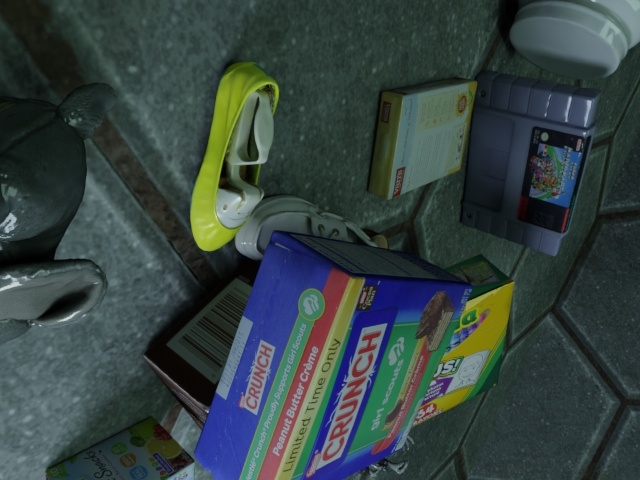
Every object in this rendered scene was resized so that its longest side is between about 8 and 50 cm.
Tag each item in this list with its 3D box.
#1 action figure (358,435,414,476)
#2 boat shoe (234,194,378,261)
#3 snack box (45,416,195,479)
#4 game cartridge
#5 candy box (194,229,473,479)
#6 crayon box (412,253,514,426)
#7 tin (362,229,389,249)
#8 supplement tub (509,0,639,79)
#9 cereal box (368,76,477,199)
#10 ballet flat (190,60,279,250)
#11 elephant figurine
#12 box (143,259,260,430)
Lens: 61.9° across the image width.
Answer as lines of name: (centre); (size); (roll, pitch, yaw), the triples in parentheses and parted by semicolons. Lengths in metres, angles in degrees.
action figure: (0.147, 0.451, 1.217); (0.275, 0.141, 0.164); (-42, 152, -29)
boat shoe: (0.000, 0.000, 0.767); (0.277, 0.096, 0.098); (4, 109, -53)
snack box: (-0.237, 0.283, 0.643); (0.141, 0.100, 0.037); (-18, 126, -45)
game cartridge: (0.410, -0.148, 1.082); (0.068, 0.230, 0.355); (-35, 136, -33)
candy box: (0.035, 0.145, 0.650); (0.317, 0.122, 0.268); (9, 105, -53)
crayon box: (0.179, 0.225, 1.025); (0.363, 0.106, 0.313); (-21, 132, -14)
tin: (0.083, 0.064, 0.969); (0.106, 0.040, 0.190); (-34, 136, -29)
supplement tub: (0.518, -0.496, 0.982); (0.241, 0.241, 0.331); (27, 90, -55)
cereal box: (0.181, -0.182, 0.923); (0.240, 0.047, 0.173); (-23, 129, -42)
ballet flat: (-0.094, -0.083, 0.608); (0.077, 0.077, 0.231); (-8, 119, -50)
elephant figurine: (-0.260, 0.014, 0.424); (0.169, 0.186, 0.239); (-90, -175, -47)
box: (-0.078, 0.234, 0.787); (0.191, 0.143, 0.381); (-45, 143, -25)
